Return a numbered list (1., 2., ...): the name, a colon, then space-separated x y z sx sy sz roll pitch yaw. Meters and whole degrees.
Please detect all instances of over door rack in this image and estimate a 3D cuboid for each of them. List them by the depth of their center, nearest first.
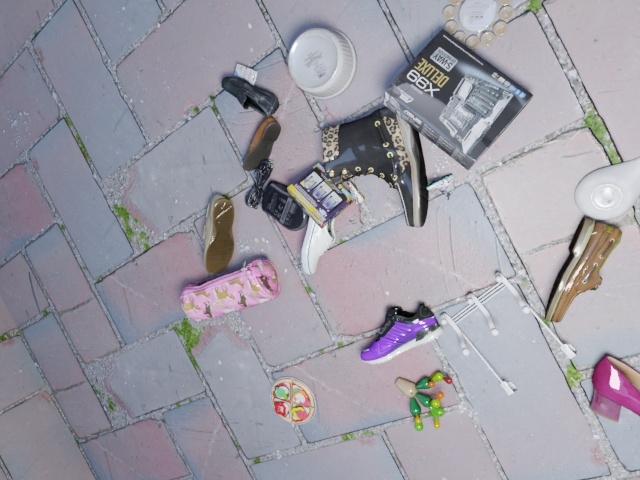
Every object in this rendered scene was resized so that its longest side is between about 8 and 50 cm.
1. over door rack: 0.550 0.287 1.314 0.324 0.108 0.239 48 116 6

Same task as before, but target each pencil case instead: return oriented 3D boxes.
1. pencil case: -0.337 0.187 1.639 0.386 0.160 0.167 -21 94 27

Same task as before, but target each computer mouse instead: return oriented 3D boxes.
1. computer mouse: -0.130 -0.138 1.529 0.272 0.072 0.189 39 117 24

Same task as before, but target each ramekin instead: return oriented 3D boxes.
1. ramekin: -0.001 -0.543 1.352 0.207 0.109 0.207 5 104 21

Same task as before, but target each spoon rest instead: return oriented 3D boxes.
1. spoon rest: 0.793 -0.158 1.133 0.137 0.084 0.276 52 129 6

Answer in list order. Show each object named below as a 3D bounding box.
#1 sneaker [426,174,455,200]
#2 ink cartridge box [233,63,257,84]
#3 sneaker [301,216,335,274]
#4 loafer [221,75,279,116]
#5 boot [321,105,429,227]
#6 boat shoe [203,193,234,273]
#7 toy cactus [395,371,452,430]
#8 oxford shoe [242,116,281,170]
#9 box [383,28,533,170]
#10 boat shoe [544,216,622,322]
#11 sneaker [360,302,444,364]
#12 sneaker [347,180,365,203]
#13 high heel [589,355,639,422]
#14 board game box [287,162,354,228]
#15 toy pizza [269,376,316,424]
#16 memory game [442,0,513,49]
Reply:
1. sneaker: 0.361 -0.148 1.307 0.098 0.038 0.069 -24 102 -18
2. ink cartridge box: -0.246 -0.558 1.496 0.083 0.028 0.048 27 111 15
3. sneaker: 0.000 0.000 1.487 0.091 0.094 0.258 16 108 20
4. loafer: -0.244 -0.479 1.478 0.223 0.076 0.078 28 72 13
5. boot: 0.165 -0.211 1.342 0.284 0.138 0.378 -9 95 23
6. boat shoe: -0.385 -0.023 1.651 0.098 0.109 0.302 38 124 51
7. toy cactus: 0.339 0.514 1.475 0.180 0.112 0.219 28 115 35
8. oxford shoe: -0.208 -0.331 1.523 0.212 0.076 0.076 -52 50 26
9. box: 0.363 -0.379 1.196 0.307 0.076 0.242 42 85 9
10. boat shoe: 0.707 0.097 1.199 0.104 0.110 0.307 21 110 19
11. sneaker: 0.243 0.295 1.457 0.293 0.102 0.146 -30 85 21
12. sneaker: 0.107 -0.155 1.439 0.037 0.032 0.083 -36 86 26
13. high heel: 0.932 0.434 1.168 0.377 0.127 0.181 8 116 25
14. board game box: 0.000 -0.145 1.431 0.141 0.048 0.170 -40 78 -12
15. toy pizza: -0.112 0.625 1.715 0.201 0.032 0.201 5 104 22
16. memory game: 0.426 -0.618 1.206 0.186 0.012 0.186 6 104 23
